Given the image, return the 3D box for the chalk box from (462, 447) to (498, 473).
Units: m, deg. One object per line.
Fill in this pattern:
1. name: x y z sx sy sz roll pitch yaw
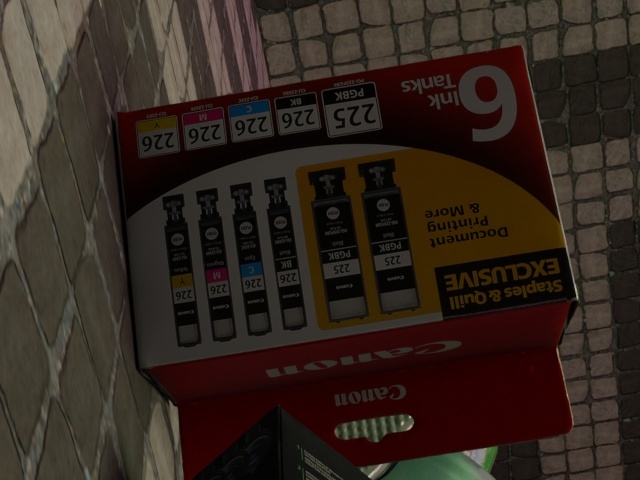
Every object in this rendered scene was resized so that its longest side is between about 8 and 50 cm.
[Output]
1. chalk box: 0.106 0.231 1.636 0.289 0.180 0.179 50 49 -28

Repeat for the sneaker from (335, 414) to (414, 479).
1. sneaker: 0.012 0.207 1.331 0.126 0.321 0.127 51 -46 16

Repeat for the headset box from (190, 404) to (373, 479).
1. headset box: 0.020 0.267 0.770 0.246 0.131 0.283 40 18 -21

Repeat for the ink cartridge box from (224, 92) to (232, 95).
1. ink cartridge box: -0.063 -0.090 1.692 0.179 0.045 0.145 33 28 -50

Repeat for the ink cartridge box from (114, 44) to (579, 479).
1. ink cartridge box: 0.022 0.024 0.979 0.130 0.309 0.271 75 6 -70

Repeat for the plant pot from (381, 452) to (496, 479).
1. plant pot: 0.060 0.367 1.511 0.293 0.293 0.196 79 29 -46
